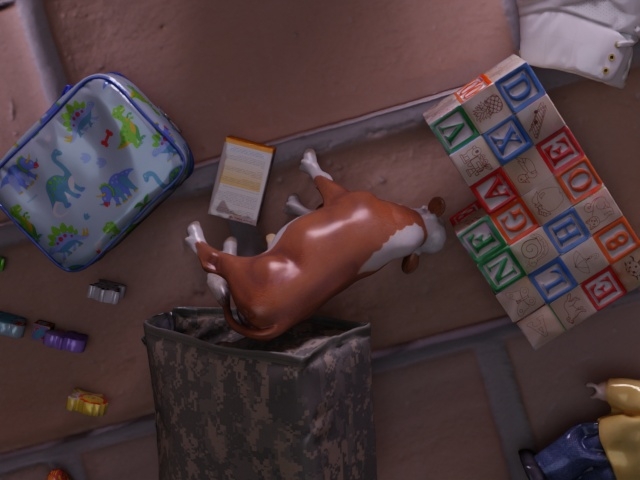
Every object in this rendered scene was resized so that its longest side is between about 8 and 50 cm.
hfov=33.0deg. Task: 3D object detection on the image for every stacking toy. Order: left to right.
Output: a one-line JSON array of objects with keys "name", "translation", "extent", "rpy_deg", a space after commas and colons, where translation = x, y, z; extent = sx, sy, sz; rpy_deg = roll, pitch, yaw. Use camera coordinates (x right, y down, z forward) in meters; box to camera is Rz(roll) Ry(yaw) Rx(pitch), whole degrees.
[{"name": "stacking toy", "translation": [-0.361, 0.117, 1.363], "extent": [0.221, 0.052, 0.166], "rpy_deg": [13, 99, 2]}]

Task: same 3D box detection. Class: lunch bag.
[{"name": "lunch bag", "translation": [-0.276, -0.087, 1.305], "extent": [0.219, 0.090, 0.176], "rpy_deg": [-44, 95, 9]}, {"name": "lunch bag", "translation": [-0.086, 0.207, 1.293], "extent": [0.287, 0.169, 0.235], "rpy_deg": [5, 105, 35]}]

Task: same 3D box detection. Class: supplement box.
[{"name": "supplement box", "translation": [-0.096, -0.073, 1.321], "extent": [0.062, 0.036, 0.098], "rpy_deg": [15, 100, 1]}]

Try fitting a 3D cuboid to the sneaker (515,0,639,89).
[{"name": "sneaker", "translation": [0.369, -0.258, 1.232], "extent": [0.293, 0.108, 0.169], "rpy_deg": [0, 101, 14]}]

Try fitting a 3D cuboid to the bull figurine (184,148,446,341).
[{"name": "bull figurine", "translation": [0.000, 0.000, 1.249], "extent": [0.188, 0.310, 0.101], "rpy_deg": [37, 142, 32]}]

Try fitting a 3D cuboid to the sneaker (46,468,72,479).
[{"name": "sneaker", "translation": [-0.341, 0.382, 1.400], "extent": [0.067, 0.064, 0.175], "rpy_deg": [-4, 96, 15]}]

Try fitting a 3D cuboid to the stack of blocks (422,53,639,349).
[{"name": "stack of blocks", "translation": [0.236, -0.044, 1.257], "extent": [0.171, 0.087, 0.297], "rpy_deg": [-33, 103, 9]}]

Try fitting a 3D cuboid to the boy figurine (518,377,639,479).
[{"name": "boy figurine", "translation": [0.384, 0.237, 1.311], "extent": [0.285, 0.092, 0.177], "rpy_deg": [-29, 96, 7]}]
